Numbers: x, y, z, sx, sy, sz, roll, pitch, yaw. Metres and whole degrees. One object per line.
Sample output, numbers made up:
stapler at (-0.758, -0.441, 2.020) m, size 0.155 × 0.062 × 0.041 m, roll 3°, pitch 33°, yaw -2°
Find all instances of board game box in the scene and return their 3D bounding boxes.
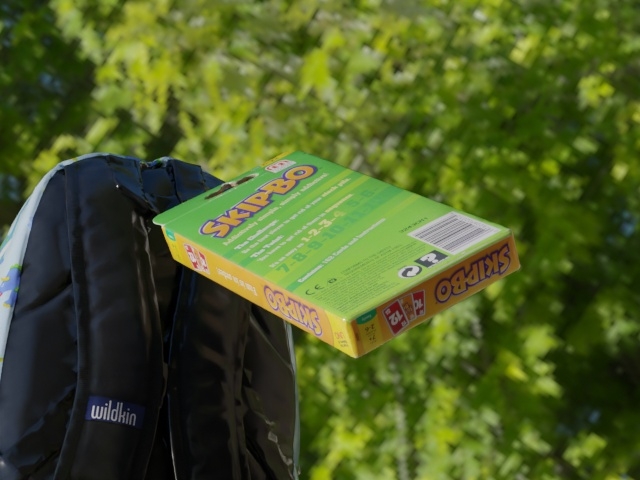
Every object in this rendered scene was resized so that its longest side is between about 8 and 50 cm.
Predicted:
board game box at (0.000, 0.000, 1.079) m, size 0.124 × 0.259 × 0.039 m, roll -27°, pitch -61°, yaw -23°

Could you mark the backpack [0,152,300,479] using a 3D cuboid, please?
backpack at (-0.154, 0.103, 1.310) m, size 0.290 × 0.356 × 0.273 m, roll 7°, pitch -18°, yaw -20°
